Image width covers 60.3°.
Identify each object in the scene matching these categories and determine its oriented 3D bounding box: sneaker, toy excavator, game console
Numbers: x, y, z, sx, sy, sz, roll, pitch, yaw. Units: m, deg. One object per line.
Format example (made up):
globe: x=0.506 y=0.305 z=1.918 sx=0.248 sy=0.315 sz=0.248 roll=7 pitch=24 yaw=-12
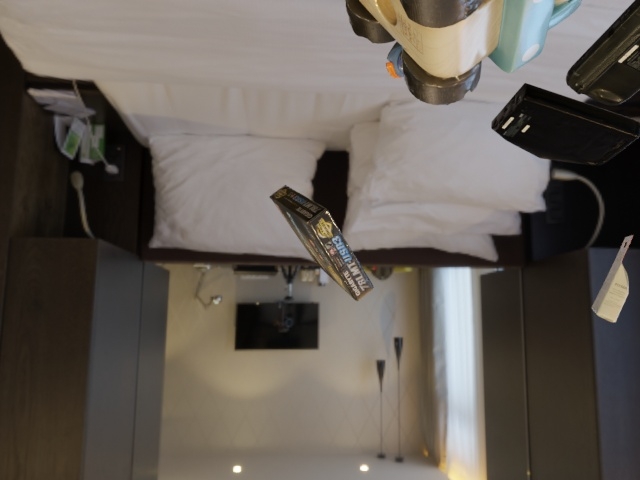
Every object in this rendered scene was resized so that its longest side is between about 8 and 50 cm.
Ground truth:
sneaker: x=0.231 y=-0.435 z=1.170 sx=0.087 sy=0.221 sz=0.083 roll=27 pitch=178 yaw=40
toy excavator: x=0.287 y=-0.358 z=0.668 sx=0.445 sy=0.432 sz=0.222 roll=-35 pitch=157 yaw=1
game console: x=0.445 y=-0.235 z=0.863 sx=0.213 sy=0.043 sz=0.361 roll=16 pitch=154 yaw=-8

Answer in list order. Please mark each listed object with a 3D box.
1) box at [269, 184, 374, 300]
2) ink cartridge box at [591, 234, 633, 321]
box: x=0.000 y=0.000 z=1.571 sx=0.073 sy=0.295 sz=0.293 roll=-38 pitch=-150 yaw=-10
ink cartridge box: x=0.831 y=0.105 z=1.530 sx=0.066 sy=0.232 sz=0.189 roll=29 pitch=-171 yaw=21
